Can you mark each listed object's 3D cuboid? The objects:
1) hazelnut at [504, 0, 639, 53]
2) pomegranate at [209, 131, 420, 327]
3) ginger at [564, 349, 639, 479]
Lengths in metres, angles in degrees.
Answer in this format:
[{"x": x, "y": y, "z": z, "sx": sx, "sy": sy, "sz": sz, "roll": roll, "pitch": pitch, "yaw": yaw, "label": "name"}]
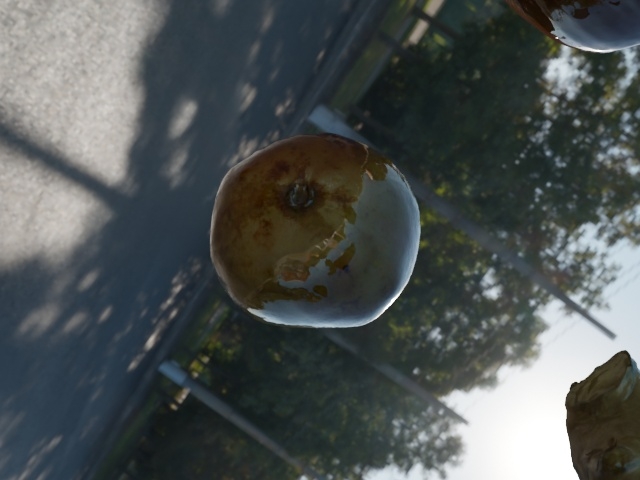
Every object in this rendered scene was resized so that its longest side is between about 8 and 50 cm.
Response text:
[{"x": 0.210, "y": -0.231, "z": 0.614, "sx": 0.181, "sy": 0.181, "sz": 0.212, "roll": -34, "pitch": -165, "yaw": -34, "label": "hazelnut"}, {"x": 0.000, "y": 0.000, "z": 1.057, "sx": 0.270, "sy": 0.252, "sz": 0.229, "roll": 51, "pitch": 33, "yaw": -66, "label": "pomegranate"}, {"x": 0.182, "y": 0.262, "z": 0.449, "sx": 0.122, "sy": 0.363, "sz": 0.348, "roll": -17, "pitch": -168, "yaw": 39, "label": "ginger"}]
